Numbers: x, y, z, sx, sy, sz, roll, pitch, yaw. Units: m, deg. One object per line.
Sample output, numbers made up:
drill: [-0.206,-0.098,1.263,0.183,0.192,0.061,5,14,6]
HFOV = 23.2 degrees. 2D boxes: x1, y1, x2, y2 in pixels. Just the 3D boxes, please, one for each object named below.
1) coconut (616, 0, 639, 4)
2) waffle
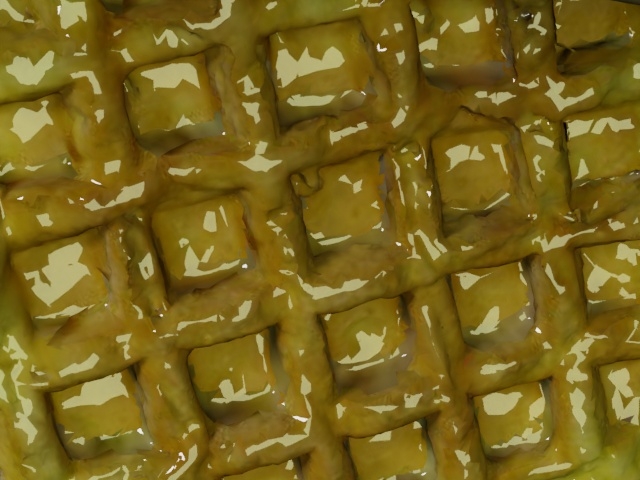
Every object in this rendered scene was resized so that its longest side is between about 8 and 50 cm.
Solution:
coconut: [0.130,-0.175,0.413,0.259,0.259,0.259,-4,106,-15]
waffle: [0.000,0.000,0.529,0.325,0.068,0.302,30,95,-23]
